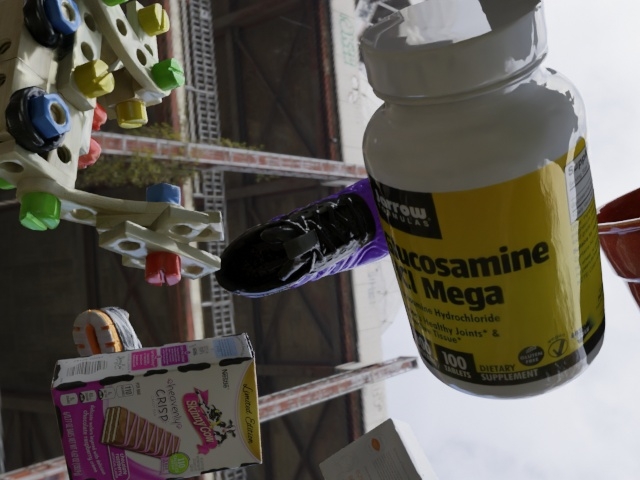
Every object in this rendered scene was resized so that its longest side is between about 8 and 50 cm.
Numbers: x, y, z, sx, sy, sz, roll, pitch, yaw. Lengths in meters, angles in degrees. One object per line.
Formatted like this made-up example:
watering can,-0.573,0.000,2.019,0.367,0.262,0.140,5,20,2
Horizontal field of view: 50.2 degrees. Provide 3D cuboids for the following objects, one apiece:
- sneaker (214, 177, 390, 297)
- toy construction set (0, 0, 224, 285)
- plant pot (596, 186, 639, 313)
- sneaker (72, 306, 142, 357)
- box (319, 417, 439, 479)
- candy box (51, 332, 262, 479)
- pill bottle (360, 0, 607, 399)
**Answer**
sneaker,0.000,0.001,0.829,0.293,0.146,0.102,-25,-94,12
toy construction set,-0.199,-0.106,0.605,0.151,0.215,0.327,-26,-120,9
plant pot,0.455,0.054,0.716,0.272,0.272,0.265,-22,-88,36
sneaker,-0.289,0.195,1.000,0.084,0.083,0.215,-8,-81,16
box,0.107,0.430,1.255,0.170,0.091,0.130,-36,-123,13
candy box,-0.195,0.213,0.842,0.071,0.233,0.159,-128,-147,-65
pill bottle,0.144,-0.036,0.608,0.188,0.188,0.334,6,-52,37
